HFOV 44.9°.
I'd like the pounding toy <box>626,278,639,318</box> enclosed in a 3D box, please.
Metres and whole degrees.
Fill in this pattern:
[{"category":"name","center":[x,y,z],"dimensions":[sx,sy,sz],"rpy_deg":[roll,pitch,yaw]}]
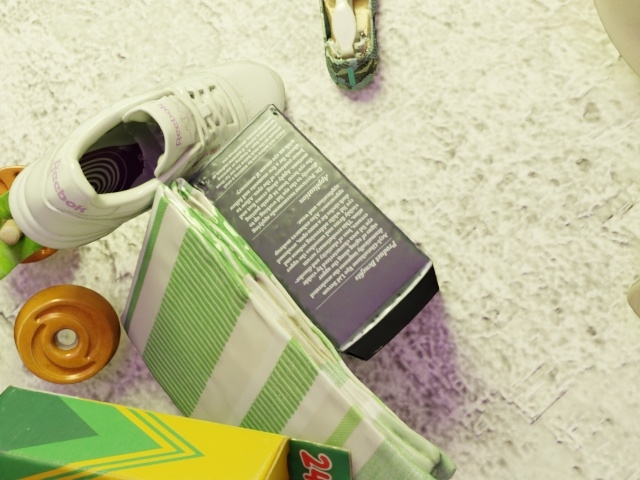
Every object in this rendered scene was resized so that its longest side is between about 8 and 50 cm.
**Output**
[{"category":"pounding toy","center":[0.356,-0.008,0.656],"dimensions":[0.154,0.155,0.269],"rpy_deg":[1,114,38]}]

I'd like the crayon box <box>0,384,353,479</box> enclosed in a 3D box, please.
[{"category":"crayon box","center":[-0.130,0.243,0.655],"dimensions":[0.319,0.081,0.202],"rpy_deg":[5,120,18]}]

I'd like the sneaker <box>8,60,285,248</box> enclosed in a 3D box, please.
[{"category":"sneaker","center":[-0.126,-0.090,0.711],"dimensions":[0.305,0.152,0.114],"rpy_deg":[-39,101,-36]}]

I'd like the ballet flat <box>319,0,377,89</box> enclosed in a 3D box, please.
[{"category":"ballet flat","center":[0.027,-0.251,0.799],"dimensions":[0.070,0.070,0.188],"rpy_deg":[-11,77,9]}]

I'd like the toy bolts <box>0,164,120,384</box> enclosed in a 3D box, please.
[{"category":"toy bolts","center":[-0.330,0.055,0.794],"dimensions":[0.229,0.158,0.218],"rpy_deg":[-31,108,-4]}]

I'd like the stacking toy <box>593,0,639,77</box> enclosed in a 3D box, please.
[{"category":"stacking toy","center":[0.478,-0.335,0.637],"dimensions":[0.351,0.350,0.479],"rpy_deg":[33,71,15]}]

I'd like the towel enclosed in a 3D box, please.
[{"category":"towel","center":[-0.055,0.129,0.680],"dimensions":[0.325,0.247,0.038],"rpy_deg":[45,47,15]}]

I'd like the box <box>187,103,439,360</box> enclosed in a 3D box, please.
[{"category":"box","center":[0.000,0.000,0.710],"dimensions":[0.108,0.153,0.207],"rpy_deg":[-44,75,-1]}]
